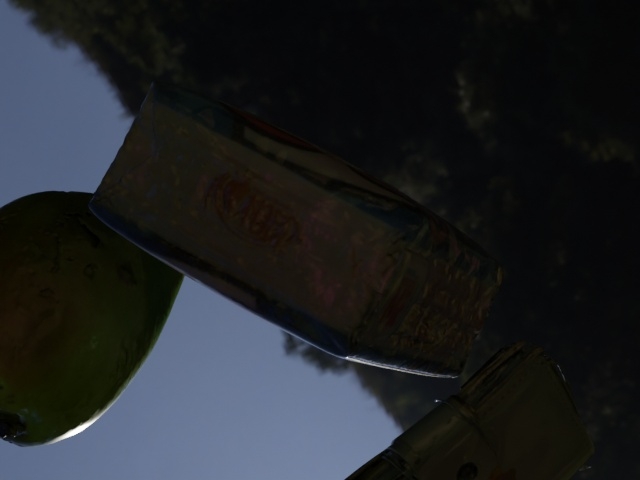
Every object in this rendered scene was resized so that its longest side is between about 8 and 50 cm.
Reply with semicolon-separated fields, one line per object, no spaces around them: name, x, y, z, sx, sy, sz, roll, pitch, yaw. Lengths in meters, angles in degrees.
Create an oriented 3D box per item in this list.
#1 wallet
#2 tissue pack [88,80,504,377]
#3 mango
wallet;0.106;0.192;1.131;0.069;0.231;0.170;34;161;50
tissue pack;0.000;0.000;0.548;0.115;0.065;0.155;28;180;19
mango;-0.144;0.027;0.842;0.233;0.111;0.125;-57;-30;-53
